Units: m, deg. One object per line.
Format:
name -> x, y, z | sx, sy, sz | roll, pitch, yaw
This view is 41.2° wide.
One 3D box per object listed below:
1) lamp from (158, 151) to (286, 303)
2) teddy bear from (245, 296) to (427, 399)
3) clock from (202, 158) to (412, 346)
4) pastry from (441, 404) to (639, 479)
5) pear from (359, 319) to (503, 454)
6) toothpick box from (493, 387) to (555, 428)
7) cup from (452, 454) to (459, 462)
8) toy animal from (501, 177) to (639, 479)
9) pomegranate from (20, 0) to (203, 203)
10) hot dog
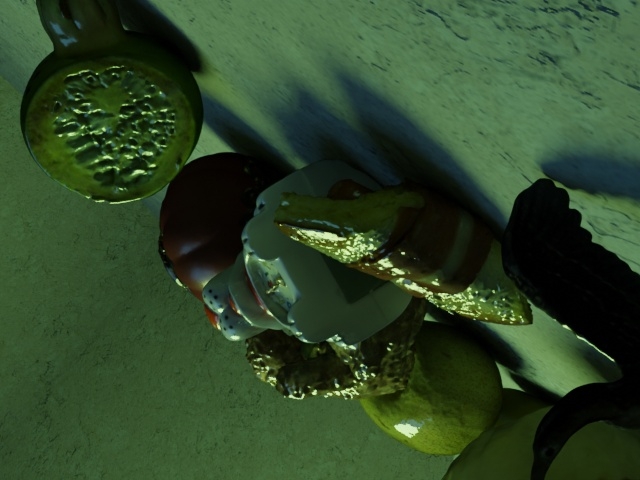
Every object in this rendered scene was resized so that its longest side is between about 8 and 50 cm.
lamp -> -0.121, -0.007, 1.151 | 0.227, 0.227, 0.227 | 36, 171, 6
teddy bear -> 0.014, 0.108, 1.129 | 0.296, 0.246, 0.222 | 19, 145, 39
clock -> -0.032, 0.034, 0.944 | 0.189, 0.188, 0.254 | 39, 153, -14
pastry -> 0.302, 0.371, 0.921 | 0.388, 0.389, 0.312 | 40, -152, -20
pear -> 0.169, 0.217, 1.260 | 0.211, 0.188, 0.229 | 24, 176, -43
toothpick box -> 0.334, 0.330, 1.263 | 0.175, 0.175, 0.271 | 42, 173, -31
cup -> 0.360, 0.446, 1.432 | 0.212, 0.212, 0.317 | 43, -171, -32
toy animal -> 0.202, 0.079, 0.464 | 0.160, 0.197, 0.272 | 37, 167, -17
pomegranate -> -0.246, -0.168, 0.941 | 0.241, 0.190, 0.159 | 42, -163, -31
hot dog -> 0.086, -0.004, 0.765 | 0.262, 0.093, 0.123 | 25, 169, -26
